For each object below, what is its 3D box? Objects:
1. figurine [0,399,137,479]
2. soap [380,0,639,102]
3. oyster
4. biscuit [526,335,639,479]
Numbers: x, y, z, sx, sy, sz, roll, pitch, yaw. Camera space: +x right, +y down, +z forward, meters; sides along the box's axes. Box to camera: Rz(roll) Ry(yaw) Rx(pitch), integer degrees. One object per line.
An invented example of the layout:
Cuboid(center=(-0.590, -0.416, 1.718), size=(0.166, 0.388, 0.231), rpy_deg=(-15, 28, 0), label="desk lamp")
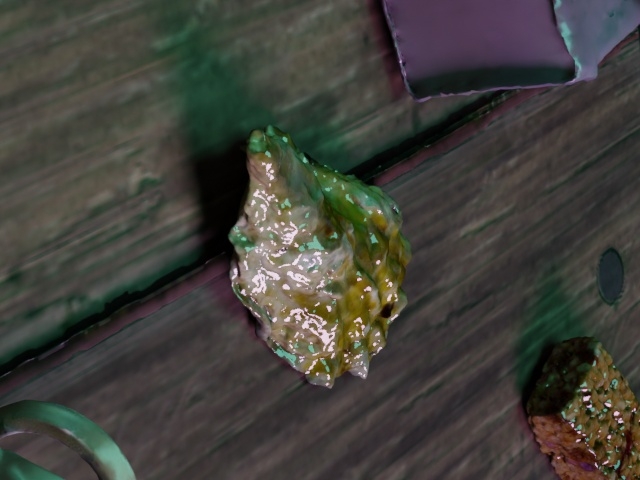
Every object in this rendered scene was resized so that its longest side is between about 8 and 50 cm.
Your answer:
Cuboid(center=(-0.115, 0.114, 0.537), size=(0.154, 0.132, 0.132), rpy_deg=(-53, 129, -56), label="figurine")
Cuboid(center=(0.113, -0.254, 0.832), size=(0.285, 0.107, 0.296), rpy_deg=(-36, 117, -46), label="soap")
Cuboid(center=(0.000, 0.000, 0.743), size=(0.121, 0.045, 0.146), rpy_deg=(-53, 130, -56), label="oyster")
Cuboid(center=(0.170, 0.134, 0.952), size=(0.199, 0.034, 0.064), rpy_deg=(56, 49, -36), label="biscuit")
